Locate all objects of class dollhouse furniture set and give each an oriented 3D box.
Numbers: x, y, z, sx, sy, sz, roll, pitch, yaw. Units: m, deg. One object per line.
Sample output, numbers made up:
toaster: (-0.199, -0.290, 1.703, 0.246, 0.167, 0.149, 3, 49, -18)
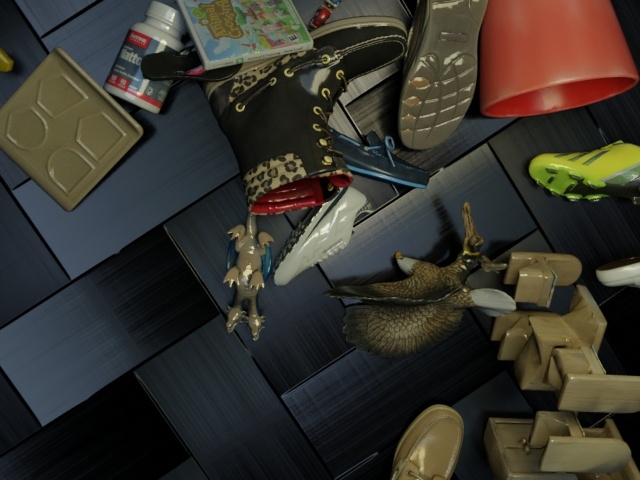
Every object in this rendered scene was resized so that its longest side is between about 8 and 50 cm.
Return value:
dollhouse furniture set: (0.468, 0.276, 1.580, 0.257, 0.362, 0.394, 3, 120, -6)

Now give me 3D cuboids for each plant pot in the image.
plant pot: (0.403, -0.367, 1.570, 0.275, 0.275, 0.243, -8, 85, -5)

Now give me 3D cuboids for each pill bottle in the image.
pill bottle: (-0.302, -0.326, 1.569, 0.108, 0.108, 0.180, 24, 92, -7)

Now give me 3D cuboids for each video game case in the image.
video game case: (-0.139, -0.391, 1.527, 0.193, 0.023, 0.212, -15, 59, -16)

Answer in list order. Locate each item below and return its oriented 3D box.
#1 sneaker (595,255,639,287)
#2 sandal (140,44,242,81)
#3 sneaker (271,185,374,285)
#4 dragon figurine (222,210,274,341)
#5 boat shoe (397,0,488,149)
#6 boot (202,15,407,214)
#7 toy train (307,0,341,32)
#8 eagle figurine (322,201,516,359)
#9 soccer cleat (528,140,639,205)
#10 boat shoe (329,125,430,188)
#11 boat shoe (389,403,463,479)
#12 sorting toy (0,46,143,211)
sneaker: (0.675, 0.083, 1.695, 0.290, 0.106, 0.123, -6, 93, -6)
sandal: (-0.216, -0.305, 1.507, 0.179, 0.040, 0.067, -8, 68, -13)
sneaker: (0.000, 0.000, 1.640, 0.095, 0.090, 0.235, 38, 92, -17)
dragon figurine: (-0.131, 0.036, 1.626, 0.085, 0.144, 0.289, 5, 75, -4)
boat shoe: (0.217, -0.340, 1.608, 0.132, 0.130, 0.355, 10, 114, -11)
boot: (0.001, -0.217, 1.532, 0.378, 0.138, 0.284, -16, 64, 0)
toy train: (0.002, -0.412, 1.625, 0.027, 0.036, 0.158, 36, 91, -7)
eagle figurine: (0.178, 0.097, 1.612, 0.298, 0.225, 0.226, -36, 104, -11)
soccer cleat: (0.538, -0.139, 1.688, 0.289, 0.093, 0.121, 6, 64, -2)
boat shoe: (0.084, -0.164, 1.621, 0.258, 0.109, 0.089, 18, 89, -9)
boat shoe: (0.185, 0.479, 1.680, 0.122, 0.110, 0.341, 23, 92, -7)
sorting toy: (-0.491, -0.229, 1.572, 0.307, 0.041, 0.229, 45, 108, -7)
